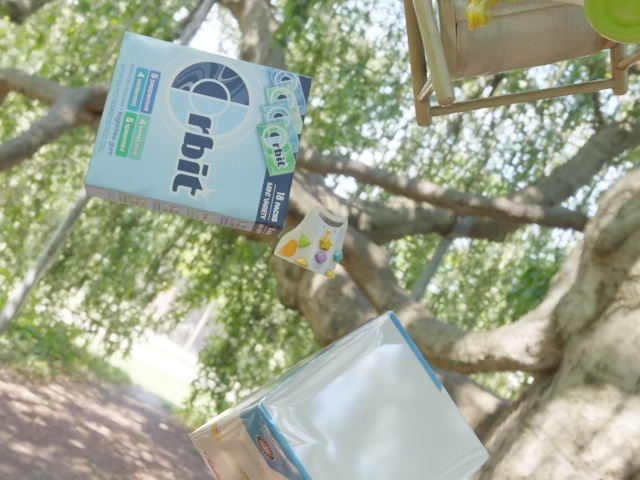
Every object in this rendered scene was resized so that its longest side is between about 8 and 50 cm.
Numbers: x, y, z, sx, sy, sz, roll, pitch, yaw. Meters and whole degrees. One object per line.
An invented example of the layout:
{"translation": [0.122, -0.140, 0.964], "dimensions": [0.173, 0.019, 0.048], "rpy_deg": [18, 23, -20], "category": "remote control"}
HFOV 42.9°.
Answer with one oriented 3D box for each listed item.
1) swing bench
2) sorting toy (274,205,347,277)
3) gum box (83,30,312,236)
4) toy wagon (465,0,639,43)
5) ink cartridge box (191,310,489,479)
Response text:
{"translation": [0.217, -0.275, 0.878], "dimensions": [0.253, 0.254, 0.165], "rpy_deg": [-9, 0, -1], "category": "swing bench"}
{"translation": [0.000, 0.000, 0.980], "dimensions": [0.083, 0.075, 0.045], "rpy_deg": [22, 0, -28], "category": "sorting toy"}
{"translation": [-0.113, -0.100, 0.775], "dimensions": [0.184, 0.156, 0.041], "rpy_deg": [12, -15, -8], "category": "gum box"}
{"translation": [0.248, -0.230, 0.558], "dimensions": [0.344, 0.267, 0.068], "rpy_deg": [-9, -56, 36], "category": "toy wagon"}
{"translation": [0.008, 0.240, 0.949], "dimensions": [0.198, 0.197, 0.270], "rpy_deg": [57, -31, 4], "category": "ink cartridge box"}
